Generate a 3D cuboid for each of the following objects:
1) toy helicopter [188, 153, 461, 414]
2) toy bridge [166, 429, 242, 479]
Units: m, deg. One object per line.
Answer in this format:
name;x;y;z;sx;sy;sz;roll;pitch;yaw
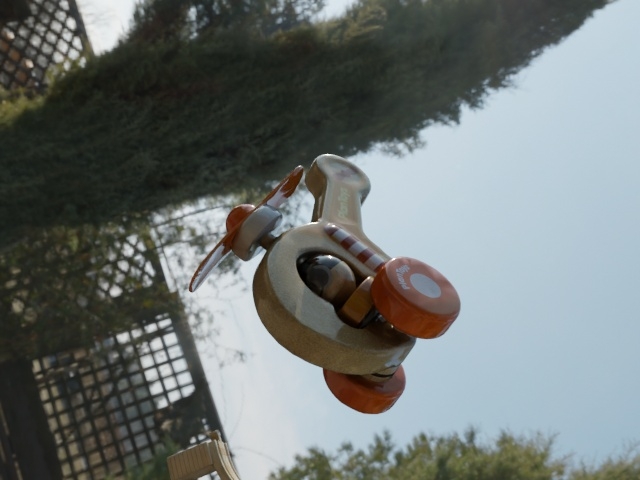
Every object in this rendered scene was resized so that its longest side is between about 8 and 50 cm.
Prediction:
toy helicopter;0.000;0.000;0.718;0.355;0.235;0.140;-86;-160;-56
toy bridge;-0.038;0.200;0.380;0.026;0.063;0.188;54;14;-63
